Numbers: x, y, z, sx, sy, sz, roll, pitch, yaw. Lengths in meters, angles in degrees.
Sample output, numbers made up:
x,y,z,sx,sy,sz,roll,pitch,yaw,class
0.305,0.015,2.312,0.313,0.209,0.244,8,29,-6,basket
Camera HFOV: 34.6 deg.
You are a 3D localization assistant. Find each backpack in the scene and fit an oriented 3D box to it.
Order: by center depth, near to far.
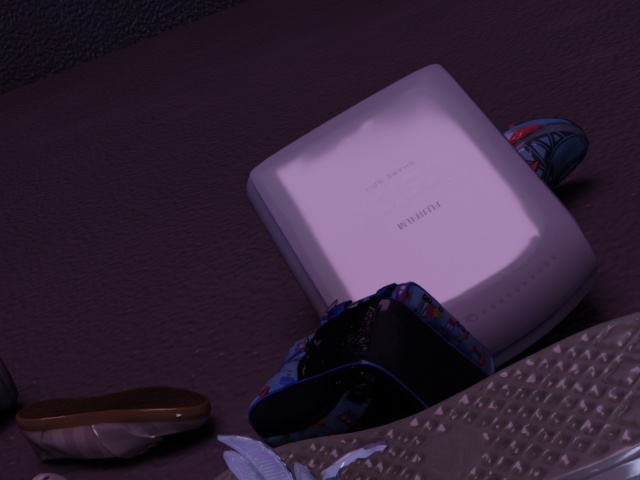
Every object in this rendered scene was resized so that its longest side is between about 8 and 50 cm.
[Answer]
x,y,z,sx,sy,sz,roll,pitch,yaw,class
0.036,0.128,0.834,0.173,0.158,0.117,-28,33,41,backpack

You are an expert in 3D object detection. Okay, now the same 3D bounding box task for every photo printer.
x,y,z,sx,sy,sz,roll,pitch,yaw,class
0.097,-0.005,1.001,0.256,0.107,0.307,-30,54,-2,photo printer

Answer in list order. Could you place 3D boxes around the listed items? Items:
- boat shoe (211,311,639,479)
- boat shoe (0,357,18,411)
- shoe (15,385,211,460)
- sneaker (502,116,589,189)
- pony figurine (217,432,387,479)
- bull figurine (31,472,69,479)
x,y,z,sx,sy,sz,roll,pitch,yaw,class
0.066,0.211,0.690,0.500,0.156,0.187,-26,26,19,boat shoe
-0.507,0.176,1.232,0.324,0.123,0.116,-3,34,38,boat shoe
-0.208,0.190,1.051,0.219,0.058,0.076,-7,10,21,shoe
0.209,-0.032,1.119,0.262,0.104,0.125,-36,43,-14,sneaker
0.078,0.243,0.390,0.363,0.351,0.303,-4,-9,-6,pony figurine
-0.154,0.270,0.533,0.188,0.101,0.310,-5,45,23,bull figurine
